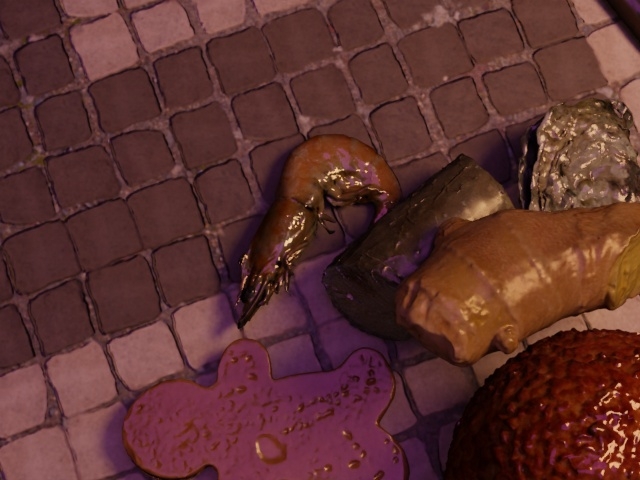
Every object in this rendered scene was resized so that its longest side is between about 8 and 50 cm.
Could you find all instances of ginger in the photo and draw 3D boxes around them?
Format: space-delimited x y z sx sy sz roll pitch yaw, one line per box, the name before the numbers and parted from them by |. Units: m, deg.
ginger | 0.242 0.033 1.147 0.354 0.126 0.190 -11 43 -13

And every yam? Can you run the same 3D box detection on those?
yam | 0.134 0.011 1.272 0.254 0.154 0.154 -39 81 -12

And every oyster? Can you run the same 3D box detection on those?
oyster | 0.335 -0.045 1.291 0.198 0.112 0.268 -1 81 -29

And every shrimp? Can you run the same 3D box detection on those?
shrimp | 0.000 0.000 1.323 0.169 0.058 0.296 24 73 1

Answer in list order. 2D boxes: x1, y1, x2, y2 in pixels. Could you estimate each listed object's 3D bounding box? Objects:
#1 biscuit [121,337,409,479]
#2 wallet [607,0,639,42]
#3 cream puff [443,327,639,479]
biscuit | -0.069 0.227 1.265 0.339 0.047 0.216 -6 74 -1
wallet | 0.459 -0.370 1.437 0.165 0.042 0.309 -34 81 -10
cream puff | 0.278 0.219 1.135 0.350 0.350 0.229 -27 85 -9
